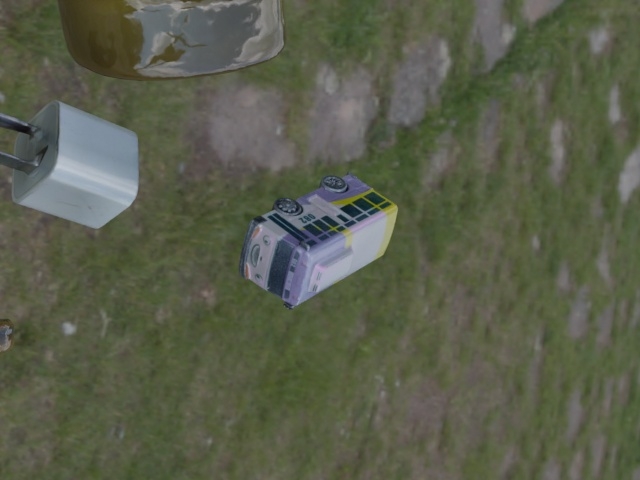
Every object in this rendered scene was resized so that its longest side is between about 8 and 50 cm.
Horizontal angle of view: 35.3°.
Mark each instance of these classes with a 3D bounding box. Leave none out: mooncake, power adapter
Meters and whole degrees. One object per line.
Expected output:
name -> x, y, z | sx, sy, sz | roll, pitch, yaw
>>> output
mooncake -> -0.143, -0.250, 1.044 | 0.235, 0.234, 0.117 | -40, 137, -49
power adapter -> -0.371, -0.115, 1.397 | 0.205, 0.125, 0.130 | 22, 51, -39

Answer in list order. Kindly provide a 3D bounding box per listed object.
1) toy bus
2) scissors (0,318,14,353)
toy bus -> 0.000, 0.000, 0.656 | 0.102, 0.058, 0.052 | -29, 144, -44
scissors -> -0.243, 0.073, 0.430 | 0.088, 0.220, 0.017 | -159, -126, -82
